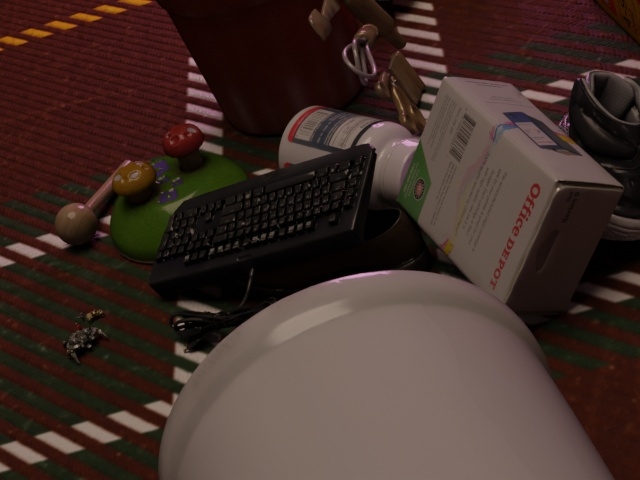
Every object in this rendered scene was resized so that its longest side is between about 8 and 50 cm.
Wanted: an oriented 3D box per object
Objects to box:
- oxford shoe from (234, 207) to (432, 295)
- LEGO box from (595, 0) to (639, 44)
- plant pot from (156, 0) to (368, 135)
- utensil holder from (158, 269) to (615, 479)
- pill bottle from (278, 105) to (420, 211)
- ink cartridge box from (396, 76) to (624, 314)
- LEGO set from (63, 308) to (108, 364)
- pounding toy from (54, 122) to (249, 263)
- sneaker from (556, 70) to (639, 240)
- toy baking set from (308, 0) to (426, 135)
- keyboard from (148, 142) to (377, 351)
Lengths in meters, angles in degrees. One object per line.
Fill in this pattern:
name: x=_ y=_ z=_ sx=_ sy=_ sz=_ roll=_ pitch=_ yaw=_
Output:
oxford shoe: x=0.000 y=0.000 z=1.654 sx=0.227 sy=0.096 sz=0.083 roll=-10 pitch=39 yaw=19
LEGO box: x=0.393 y=-0.457 z=1.687 sx=0.193 sy=0.500 sz=0.372 roll=-23 pitch=35 yaw=-2
plant pot: x=-0.072 y=-0.295 z=1.931 sx=0.272 sy=0.265 sz=0.272 roll=-14 pitch=37 yaw=11
utensil holder: x=0.082 y=0.262 z=1.081 sx=0.327 sy=0.328 sz=0.385 roll=-24 pitch=38 yaw=-2
pill bottle: x=0.049 y=-0.087 z=1.728 sx=0.180 sy=0.108 sz=0.108 roll=18 pitch=51 yaw=42
ink cartridge box: x=0.184 y=-0.046 z=1.525 sx=0.093 sy=0.154 sz=0.212 roll=3 pitch=31 yaw=-32
LEGO set: x=-0.269 y=0.103 z=1.723 sx=0.054 sy=0.023 sz=0.083 roll=-22 pitch=35 yaw=1
pounding toy: x=-0.207 y=-0.073 z=1.847 sx=0.236 sy=0.110 sz=0.183 roll=4 pitch=43 yaw=31
sneaker: x=0.258 y=-0.111 z=1.592 sx=0.101 sy=0.153 sz=0.268 roll=-8 pitch=27 yaw=-37
toy baking set: x=0.063 y=-0.229 z=1.802 sx=0.030 sy=0.256 sz=0.197 roll=-32 pitch=44 yaw=20
keyboard: x=-0.074 y=0.011 z=1.637 sx=0.317 sy=0.033 sz=0.202 roll=-16 pitch=54 yaw=42
